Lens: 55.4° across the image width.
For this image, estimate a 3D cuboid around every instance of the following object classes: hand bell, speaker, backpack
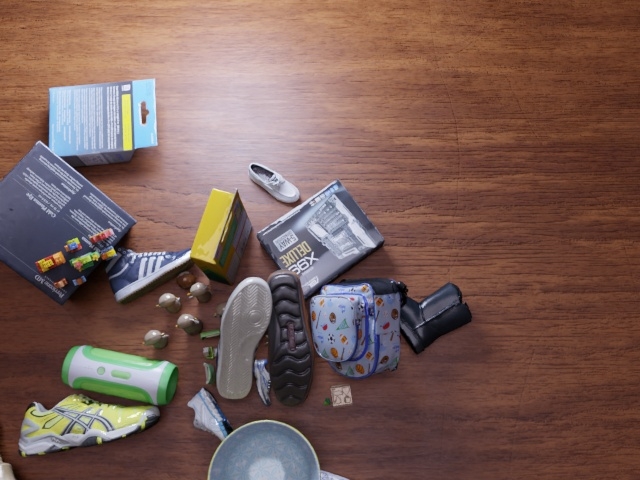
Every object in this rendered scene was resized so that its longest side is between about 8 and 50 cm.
[{"bbox_3d":[-0.894,0.589,1.680,0.126,0.126,0.242,-22,62,-6],"label":"hand bell"},{"bbox_3d":[-0.558,0.377,1.709,0.296,0.131,0.131,10,75,3],"label":"speaker"},{"bbox_3d":[0.104,0.244,1.674,0.213,0.276,0.264,-12,93,-33],"label":"backpack"}]

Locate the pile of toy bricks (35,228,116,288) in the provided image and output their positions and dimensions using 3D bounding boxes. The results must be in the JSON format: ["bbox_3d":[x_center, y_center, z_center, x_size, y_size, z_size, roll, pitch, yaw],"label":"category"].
[{"bbox_3d":[-0.642,0.054,1.637,0.212,0.105,0.118,-27,102,-19],"label":"pile of toy bricks"}]

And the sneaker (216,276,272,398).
[{"bbox_3d":[-0.223,0.252,1.683,0.131,0.148,0.350,13,104,-15],"label":"sneaker"}]

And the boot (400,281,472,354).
[{"bbox_3d":[0.299,0.179,1.779,0.207,0.094,0.247,-33,78,-8],"label":"boot"}]

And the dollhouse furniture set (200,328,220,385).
[{"bbox_3d":[-0.302,0.336,1.746,0.058,0.076,0.152,-11,74,-2],"label":"dollhouse furniture set"}]

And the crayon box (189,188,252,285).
[{"bbox_3d":[-0.278,-0.010,1.716,0.083,0.323,0.203,15,75,4],"label":"crayon box"}]

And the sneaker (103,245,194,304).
[{"bbox_3d":[-0.507,0.058,1.814,0.282,0.099,0.153,-30,78,-5],"label":"sneaker"}]

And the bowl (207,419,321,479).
[{"bbox_3d":[-0.143,0.625,1.622,0.289,0.156,0.290,0,75,0],"label":"bowl"}]

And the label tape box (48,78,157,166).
[{"bbox_3d":[-0.674,-0.369,1.931,0.333,0.106,0.241,-5,75,-2],"label":"label tape box"}]

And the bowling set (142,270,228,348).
[{"bbox_3d":[-0.394,0.178,1.750,0.286,0.154,0.200,-23,76,-7],"label":"bowling set"}]

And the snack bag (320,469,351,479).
[{"bbox_3d":[0.088,0.830,1.627,0.322,0.037,0.343,18,75,5],"label":"snack bag"}]

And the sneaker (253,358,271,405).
[{"bbox_3d":[-0.157,0.402,1.741,0.058,0.052,0.135,-15,75,-8],"label":"sneaker"}]

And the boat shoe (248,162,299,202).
[{"bbox_3d":[-0.146,-0.184,1.899,0.184,0.063,0.066,38,78,10],"label":"boat shoe"}]

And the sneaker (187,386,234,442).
[{"bbox_3d":[-0.306,0.513,1.707,0.083,0.071,0.191,-36,69,-3],"label":"sneaker"}]

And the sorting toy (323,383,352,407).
[{"bbox_3d":[0.047,0.446,1.747,0.083,0.012,0.062,-7,79,-5],"label":"sorting toy"}]

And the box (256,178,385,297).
[{"bbox_3d":[0.000,0.000,1.839,0.307,0.076,0.242,-34,77,-9],"label":"box"}]

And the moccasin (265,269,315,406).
[{"bbox_3d":[-0.094,0.273,1.720,0.139,0.147,0.380,-11,88,-1],"label":"moccasin"}]

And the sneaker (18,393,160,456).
[{"bbox_3d":[-0.637,0.489,1.671,0.384,0.145,0.147,-9,75,-4],"label":"sneaker"}]

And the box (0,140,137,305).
[{"bbox_3d":[-0.764,-0.047,1.736,0.343,0.179,0.312,43,76,-18],"label":"box"}]
